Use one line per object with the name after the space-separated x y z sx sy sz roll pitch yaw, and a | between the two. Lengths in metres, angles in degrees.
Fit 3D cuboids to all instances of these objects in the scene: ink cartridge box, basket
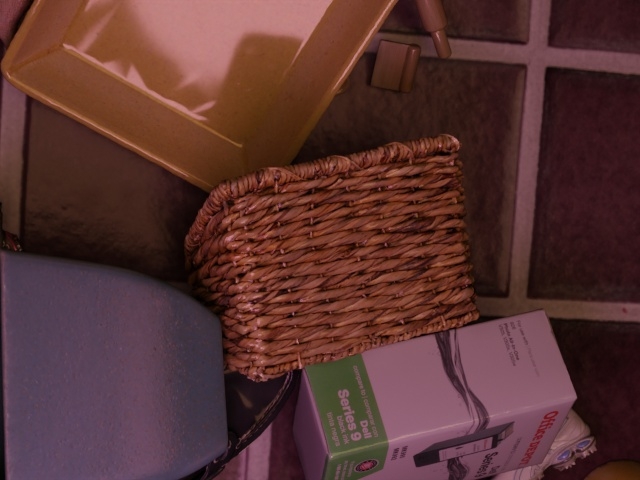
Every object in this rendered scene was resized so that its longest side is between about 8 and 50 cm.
0.125 0.199 1.640 0.289 0.211 0.122 -12 62 -10 | ink cartridge box
0.000 0.000 1.596 0.299 0.213 0.223 -14 104 -22 | basket

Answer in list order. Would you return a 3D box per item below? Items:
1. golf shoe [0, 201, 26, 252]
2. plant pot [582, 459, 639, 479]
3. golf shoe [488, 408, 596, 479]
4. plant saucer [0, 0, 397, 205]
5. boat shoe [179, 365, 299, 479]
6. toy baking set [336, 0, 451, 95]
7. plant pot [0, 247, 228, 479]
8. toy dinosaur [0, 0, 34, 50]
-0.388 -0.016 1.592 0.086 0.067 0.186 -25 100 -7 | golf shoe
0.391 0.349 1.783 0.134 0.095 0.134 -1 96 -13 | plant pot
0.249 0.265 1.771 0.176 0.069 0.086 -30 81 -11 | golf shoe
-0.130 -0.245 1.575 0.332 0.081 0.333 28 114 -14 | plant saucer
-0.159 0.228 1.642 0.340 0.113 0.127 -30 100 -8 | boat shoe
0.040 -0.269 1.631 0.196 0.030 0.256 -16 121 1 | toy baking set
-0.236 0.156 1.478 0.252 0.247 0.248 2 76 -27 | plant pot
-0.352 -0.350 1.545 0.200 0.127 0.296 -29 106 -15 | toy dinosaur
